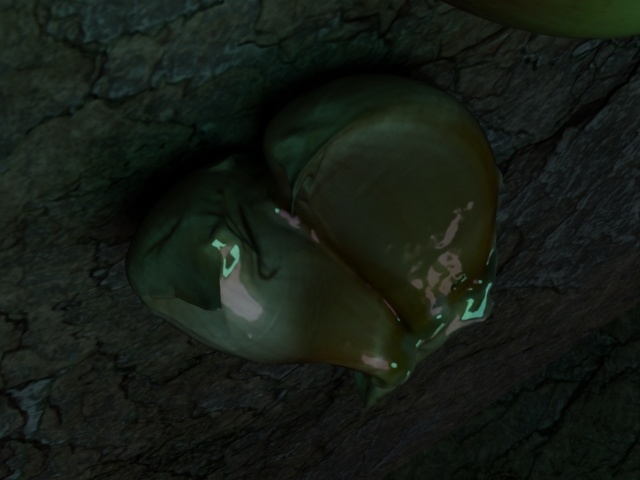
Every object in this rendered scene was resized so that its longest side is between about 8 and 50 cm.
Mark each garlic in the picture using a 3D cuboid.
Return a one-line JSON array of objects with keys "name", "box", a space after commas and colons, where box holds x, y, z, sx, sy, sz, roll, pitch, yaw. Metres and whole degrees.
[{"name": "garlic", "box": [0.000, 0.000, 0.976, 0.286, 0.249, 0.313, -27, 140, 32]}]

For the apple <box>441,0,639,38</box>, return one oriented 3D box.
[{"name": "apple", "box": [0.111, -0.252, 0.529, 0.277, 0.319, 0.319, 22, 126, -30]}]
